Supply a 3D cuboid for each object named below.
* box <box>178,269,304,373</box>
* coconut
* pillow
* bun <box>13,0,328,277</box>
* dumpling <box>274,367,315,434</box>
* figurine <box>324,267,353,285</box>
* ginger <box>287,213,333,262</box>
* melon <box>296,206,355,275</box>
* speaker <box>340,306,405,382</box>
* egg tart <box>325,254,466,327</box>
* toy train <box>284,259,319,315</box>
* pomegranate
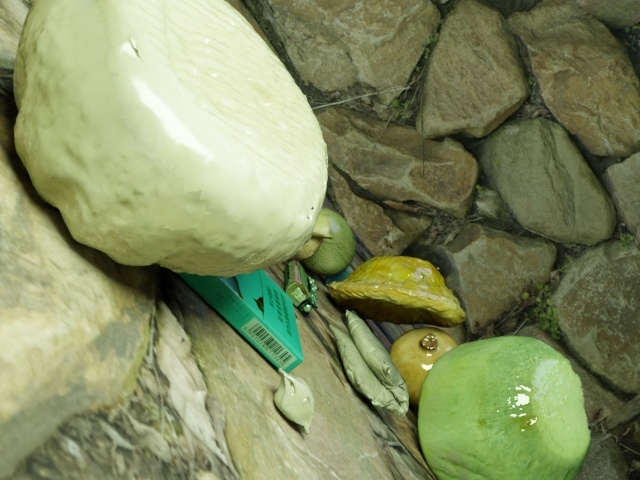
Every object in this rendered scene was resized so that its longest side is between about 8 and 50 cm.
[{"bbox_3d":[-0.112,0.053,0.874,0.226,0.042,0.161,49,8,-23],"label":"box"},{"bbox_3d":[0.327,0.336,1.257,0.281,0.328,0.328,-19,65,-36],"label":"coconut"},{"bbox_3d":[0.086,0.218,1.189,0.134,0.078,0.181,51,4,-33],"label":"pillow"},{"bbox_3d":[-0.160,-0.115,0.702,0.360,0.211,0.360,38,29,-26],"label":"bun"},{"bbox_3d":[-0.032,0.181,0.780,0.077,0.043,0.059,47,-14,-14],"label":"dumpling"},{"bbox_3d":[0.017,0.059,1.569,0.140,0.068,0.075,43,13,-18],"label":"figurine"},{"bbox_3d":[-0.085,-0.017,1.279,0.193,0.122,0.115,17,36,-11],"label":"ginger"},{"bbox_3d":[0.000,0.000,1.449,0.192,0.139,0.139,47,9,-45],"label":"melon"},{"bbox_3d":[0.108,0.227,1.409,0.046,0.040,0.191,41,13,-53],"label":"speaker"},{"bbox_3d":[0.167,0.104,1.465,0.319,0.319,0.128,38,60,-62],"label":"egg tart"},{"bbox_3d":[-0.035,0.084,1.223,0.071,0.038,0.148,51,7,-14],"label":"toy train"},{"bbox_3d":[0.232,0.270,1.448,0.196,0.196,0.196,51,7,-9],"label":"pomegranate"}]
